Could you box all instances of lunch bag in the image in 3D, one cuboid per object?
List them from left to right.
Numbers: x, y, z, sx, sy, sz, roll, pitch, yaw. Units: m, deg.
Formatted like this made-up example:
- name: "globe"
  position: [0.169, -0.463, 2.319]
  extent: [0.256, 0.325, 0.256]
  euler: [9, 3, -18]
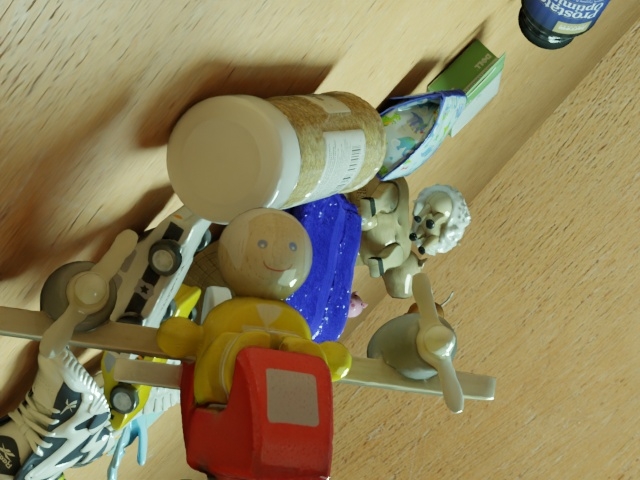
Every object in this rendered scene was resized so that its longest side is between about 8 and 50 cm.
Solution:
- name: "lunch bag"
  position: [0.135, -0.163, 1.947]
  extent: [0.151, 0.096, 0.129]
  euler: [-38, 174, 21]

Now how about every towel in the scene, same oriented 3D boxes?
- name: "towel"
  position: [-0.012, 0.020, 1.745]
  extent: [0.308, 0.076, 0.227]
  euler: [35, 61, -73]

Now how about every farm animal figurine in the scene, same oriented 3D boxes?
- name: "farm animal figurine"
  position: [0.079, 0.019, 2.152]
  extent: [0.172, 0.330, 0.327]
  euler: [-30, 134, -50]

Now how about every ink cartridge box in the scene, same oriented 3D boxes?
- name: "ink cartridge box"
  position: [0.221, -0.240, 2.100]
  extent: [0.109, 0.062, 0.209]
  euler: [-45, 171, -4]

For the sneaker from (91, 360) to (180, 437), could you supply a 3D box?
- name: "sneaker"
  position: [-0.267, 0.196, 1.782]
  extent: [0.095, 0.090, 0.235]
  euler: [-7, -169, 37]

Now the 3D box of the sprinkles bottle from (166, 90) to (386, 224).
- name: "sprinkles bottle"
  position: [-0.034, -0.093, 1.417]
  extent: [0.121, 0.121, 0.355]
  euler: [-48, 171, 17]

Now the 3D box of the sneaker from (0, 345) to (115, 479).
- name: "sneaker"
  position: [-0.324, 0.211, 1.548]
  extent: [0.153, 0.094, 0.235]
  euler: [-34, 160, -19]

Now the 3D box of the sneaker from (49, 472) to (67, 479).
- name: "sneaker"
  position: [-0.434, 0.444, 2.012]
  extent: [0.111, 0.121, 0.300]
  euler: [-35, 166, -48]

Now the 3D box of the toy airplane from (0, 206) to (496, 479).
- name: "toy airplane"
  position: [-0.069, 0.097, 1.260]
  extent: [0.386, 0.384, 0.272]
  euler: [-7, 112, -58]

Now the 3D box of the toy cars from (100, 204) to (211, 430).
- name: "toy cars"
  position: [-0.206, 0.079, 1.541]
  extent: [0.176, 0.087, 0.393]
  euler: [-57, 174, -28]

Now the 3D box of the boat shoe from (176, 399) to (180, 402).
- name: "boat shoe"
  position: [-0.139, 0.142, 2.027]
  extent: [0.301, 0.108, 0.102]
  euler: [-27, 143, 20]

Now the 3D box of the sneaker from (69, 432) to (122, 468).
- name: "sneaker"
  position: [-0.332, 0.276, 1.863]
  extent: [0.083, 0.084, 0.215]
  euler: [-40, 172, 0]

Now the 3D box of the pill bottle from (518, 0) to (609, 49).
- name: "pill bottle"
  position: [0.359, -0.367, 1.959]
  extent: [0.123, 0.123, 0.219]
  euler: [-42, 170, -21]

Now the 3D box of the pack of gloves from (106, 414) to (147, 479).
- name: "pack of gloves"
  position: [-0.248, 0.253, 1.937]
  extent: [0.195, 0.046, 0.232]
  euler: [115, -4, -71]

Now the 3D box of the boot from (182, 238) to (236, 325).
- name: "boot"
  position: [-0.090, 0.035, 1.826]
  extent: [0.203, 0.095, 0.262]
  euler: [-40, 167, -39]

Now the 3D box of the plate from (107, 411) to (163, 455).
- name: "plate"
  position: [-0.290, 0.280, 2.244]
  extent: [0.188, 0.024, 0.188]
  euler: [-45, 172, -8]
